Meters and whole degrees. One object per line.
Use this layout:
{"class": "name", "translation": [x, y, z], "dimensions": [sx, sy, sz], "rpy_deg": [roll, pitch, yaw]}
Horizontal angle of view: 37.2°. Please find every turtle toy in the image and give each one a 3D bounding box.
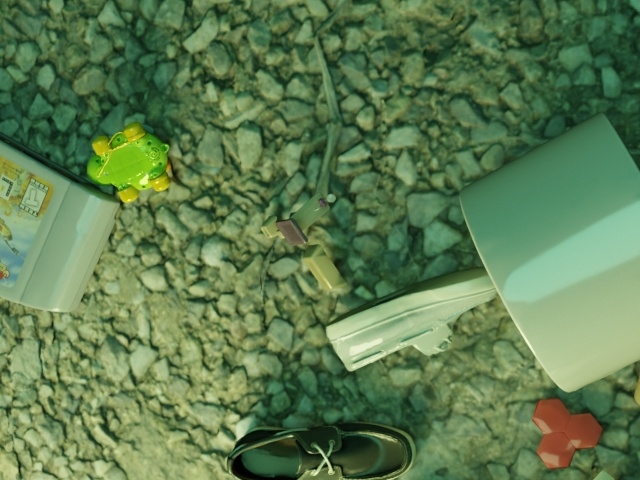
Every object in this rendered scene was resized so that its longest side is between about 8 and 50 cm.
{"class": "turtle toy", "translation": [-0.250, -0.103, 1.237], "dimensions": [0.130, 0.066, 0.095], "rpy_deg": [-18, 110, 19]}

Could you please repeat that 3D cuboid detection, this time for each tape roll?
{"class": "tape roll", "translation": [0.275, 0.012, 0.984], "dimensions": [0.169, 0.246, 0.246], "rpy_deg": [-30, 83, 16]}

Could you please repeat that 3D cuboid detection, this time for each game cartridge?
{"class": "game cartridge", "translation": [-0.434, -0.033, 1.306], "dimensions": [0.297, 0.062, 0.198], "rpy_deg": [28, 96, 15]}

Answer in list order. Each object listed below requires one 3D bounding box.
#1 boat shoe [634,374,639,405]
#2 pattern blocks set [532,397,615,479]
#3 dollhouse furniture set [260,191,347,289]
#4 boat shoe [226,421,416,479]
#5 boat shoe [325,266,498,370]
{"class": "boat shoe", "translation": [0.452, 0.194, 0.935], "dimensions": [0.121, 0.341, 0.110], "rpy_deg": [10, 105, -28]}
{"class": "pattern blocks set", "translation": [0.332, 0.354, 1.040], "dimensions": [0.324, 0.026, 0.285], "rpy_deg": [28, 79, 16]}
{"class": "dollhouse furniture set", "translation": [0.000, 0.000, 1.193], "dimensions": [0.081, 0.091, 0.114], "rpy_deg": [-41, 105, -25]}
{"class": "boat shoe", "translation": [0.000, 0.269, 1.167], "dimensions": [0.233, 0.079, 0.084], "rpy_deg": [-4, 89, 16]}
{"class": "boat shoe", "translation": [0.118, 0.097, 1.130], "dimensions": [0.227, 0.079, 0.081], "rpy_deg": [-22, 95, 22]}
